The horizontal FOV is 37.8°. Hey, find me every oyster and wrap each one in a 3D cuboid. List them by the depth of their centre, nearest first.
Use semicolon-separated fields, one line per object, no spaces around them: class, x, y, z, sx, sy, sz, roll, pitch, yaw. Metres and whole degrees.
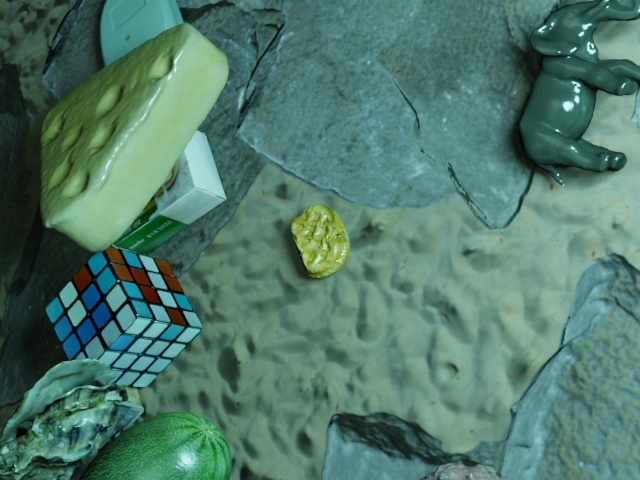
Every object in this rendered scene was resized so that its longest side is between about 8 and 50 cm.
oyster;-0.403;0.308;1.381;0.351;0.162;0.158;-57;35;20

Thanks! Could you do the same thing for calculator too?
calculator;-0.321;-0.356;1.674;0.184;0.042;0.295;-33;61;25

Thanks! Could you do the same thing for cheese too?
cheese;-0.326;-0.142;1.470;0.384;0.104;0.384;-29;39;27

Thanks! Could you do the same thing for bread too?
bread;0.000;0.000;1.355;0.083;0.044;0.111;-36;58;22

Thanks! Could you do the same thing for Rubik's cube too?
Rubik's cube;-0.309;0.123;1.474;0.154;0.155;0.151;-45;59;18

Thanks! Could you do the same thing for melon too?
melon;-0.253;0.363;1.355;0.287;0.182;0.182;-39;59;23

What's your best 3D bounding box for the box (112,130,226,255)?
box;-0.264;-0.083;1.543;0.199;0.081;0.135;-32;61;22

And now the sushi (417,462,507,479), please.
sushi;0.168;0.386;1.102;0.161;0.107;0.241;-36;61;27

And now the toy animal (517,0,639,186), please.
toy animal;0.317;-0.191;1.134;0.146;0.114;0.245;26;93;36

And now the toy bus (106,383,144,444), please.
toy bus;-0.411;0.312;1.541;0.268;0.092;0.106;-37;51;22
